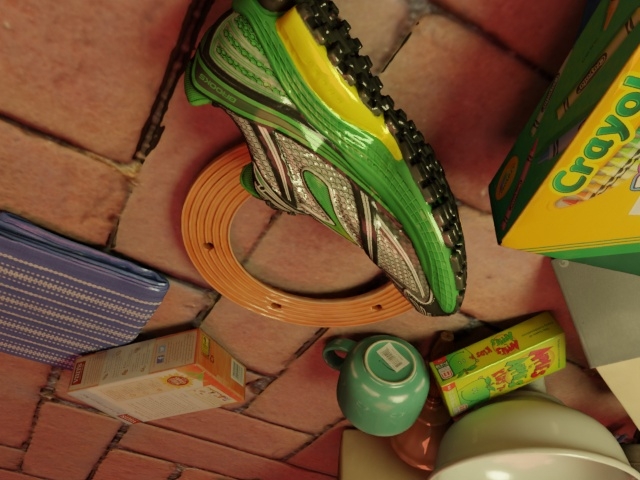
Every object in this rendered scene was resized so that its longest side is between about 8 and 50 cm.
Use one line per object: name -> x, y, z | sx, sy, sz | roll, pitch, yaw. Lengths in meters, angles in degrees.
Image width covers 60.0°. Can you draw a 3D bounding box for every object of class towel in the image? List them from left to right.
towel -> -0.389, 0.100, 0.822 | 0.243, 0.040, 0.336 | 24, 136, -22

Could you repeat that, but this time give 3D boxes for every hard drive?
hard drive -> 0.340, 0.071, 0.648 | 0.094, 0.135, 0.022 | -23, 163, 27

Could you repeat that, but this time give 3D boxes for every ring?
ring -> 0.000, 0.000, 0.673 | 0.336, 0.032, 0.337 | 2, 137, 2

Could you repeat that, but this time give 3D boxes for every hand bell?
hand bell -> 0.182, 0.238, 0.875 | 0.126, 0.126, 0.242 | 3, 126, 2

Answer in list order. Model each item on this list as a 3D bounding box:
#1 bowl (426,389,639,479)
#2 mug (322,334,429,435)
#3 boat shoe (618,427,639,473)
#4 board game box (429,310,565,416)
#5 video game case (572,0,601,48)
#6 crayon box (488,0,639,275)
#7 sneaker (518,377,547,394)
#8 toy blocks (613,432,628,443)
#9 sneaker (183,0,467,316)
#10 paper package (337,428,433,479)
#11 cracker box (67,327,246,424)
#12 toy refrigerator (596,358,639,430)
bowl -> 0.303, 0.316, 0.819 | 0.297, 0.134, 0.298 | 5, 135, 5
mug -> 0.080, 0.201, 0.807 | 0.157, 0.130, 0.097 | 7, 134, -2
boat shoe -> 0.586, 0.354, 0.895 | 0.355, 0.130, 0.132 | 6, 166, -43
board game box -> 0.252, 0.176, 0.784 | 0.181, 0.043, 0.092 | -24, 133, 1
video game case -> 0.339, -0.140, 0.464 | 0.244, 0.061, 0.270 | 3, 137, 5
crayon box -> 0.265, -0.095, 0.417 | 0.165, 0.081, 0.279 | 12, 137, -6
sneaker -> 0.348, 0.272, 0.908 | 0.053, 0.061, 0.152 | -13, 136, 16
toy blocks -> 0.553, 0.405, 1.035 | 0.123, 0.054, 0.148 | 12, 136, -6
sneaker -> 0.022, -0.061, 0.506 | 0.146, 0.134, 0.344 | -30, 109, 25
paper package -> 0.184, 0.526, 1.002 | 0.309, 0.325, 0.168 | -1, 138, 5
cracker box -> -0.257, 0.224, 0.892 | 0.232, 0.067, 0.156 | -15, 141, 15
toy refrigerator -> 0.435, 0.169, 0.759 | 0.094, 0.102, 0.269 | -25, 130, 28
